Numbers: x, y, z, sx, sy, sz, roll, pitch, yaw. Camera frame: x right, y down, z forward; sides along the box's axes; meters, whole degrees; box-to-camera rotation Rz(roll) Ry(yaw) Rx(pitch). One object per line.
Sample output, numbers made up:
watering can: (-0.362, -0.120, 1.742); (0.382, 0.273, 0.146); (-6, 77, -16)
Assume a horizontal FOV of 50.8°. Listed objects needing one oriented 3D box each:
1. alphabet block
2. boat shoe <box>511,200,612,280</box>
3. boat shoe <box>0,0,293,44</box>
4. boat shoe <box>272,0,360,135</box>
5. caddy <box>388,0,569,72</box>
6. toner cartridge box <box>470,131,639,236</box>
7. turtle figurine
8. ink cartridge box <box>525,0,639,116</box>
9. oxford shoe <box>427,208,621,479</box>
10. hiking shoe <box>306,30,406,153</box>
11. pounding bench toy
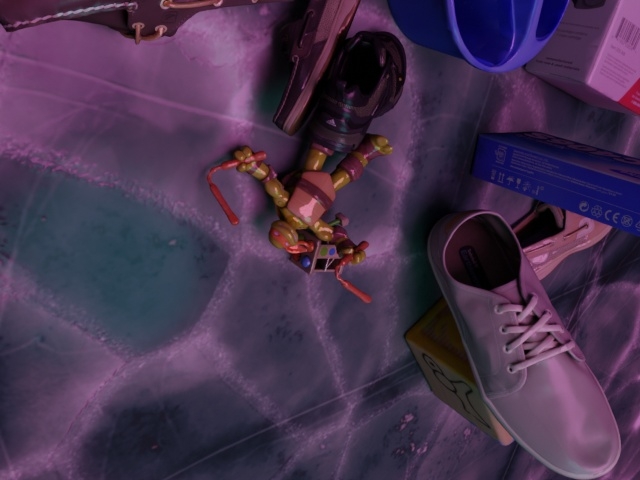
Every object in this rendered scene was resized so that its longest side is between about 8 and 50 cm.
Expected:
alphabet block: (0.299, 0.204, 1.194); (0.193, 0.192, 0.197); (-43, 133, -16)
boat shoe: (0.446, -0.036, 1.250); (0.302, 0.109, 0.098); (-35, 131, -13)
boat shoe: (-0.155, -0.248, 0.657); (0.324, 0.117, 0.096); (-30, 124, -31)
boat shoe: (-0.013, -0.236, 0.803); (0.073, 0.080, 0.223); (25, 89, -1)
caddy: (0.211, -0.382, 0.836); (0.241, 0.179, 0.341); (-34, 129, -22)
toner cartridge box: (0.417, -0.092, 1.029); (0.165, 0.348, 0.075); (-10, 116, -36)
turtle figurine: (0.001, -0.059, 0.881); (0.269, 0.087, 0.217); (38, 78, -14)
ink cartridge box: (0.495, -0.381, 1.096); (0.226, 0.131, 0.306); (11, 103, -41)
oxford shoe: (0.298, 0.143, 1.011); (0.169, 0.449, 0.130); (-22, 163, -10)
hiking shoe: (0.062, -0.203, 0.807); (0.114, 0.086, 0.227); (113, 3, -49)
pounding bench toy: (0.000, 0.000, 0.944); (0.065, 0.052, 0.083); (2, 110, -39)
